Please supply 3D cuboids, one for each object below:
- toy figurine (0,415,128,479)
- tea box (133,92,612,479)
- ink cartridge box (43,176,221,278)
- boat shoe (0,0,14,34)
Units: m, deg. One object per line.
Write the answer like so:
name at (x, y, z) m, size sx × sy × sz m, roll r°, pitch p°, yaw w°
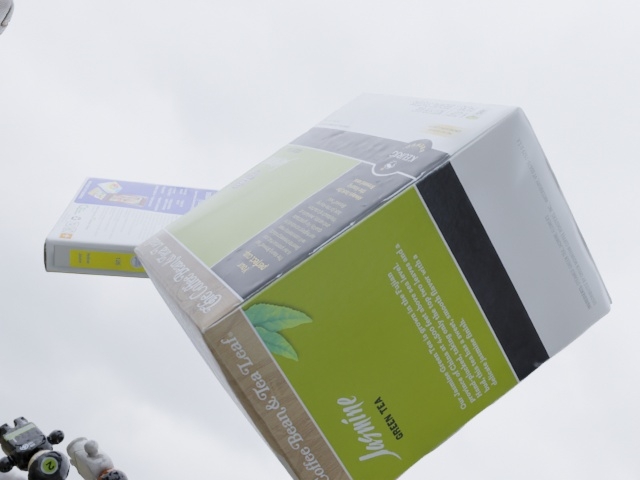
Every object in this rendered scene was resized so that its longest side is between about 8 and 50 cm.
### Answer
toy figurine at (-0.403, 0.387, 1.293) m, size 0.148 × 0.213 × 0.209 m, roll 24°, pitch -8°, yaw 43°
tea box at (0.029, 0.033, 0.853) m, size 0.220 × 0.323 × 0.329 m, roll 60°, pitch -12°, yaw -20°
ink cartridge box at (-0.266, -0.021, 1.452) m, size 0.307 × 0.304 × 0.072 m, roll 7°, pitch -70°, yaw -5°
boat shoe at (-0.604, -0.284, 1.257) m, size 0.355 × 0.132 × 0.130 m, roll -29°, pitch -81°, yaw 14°
